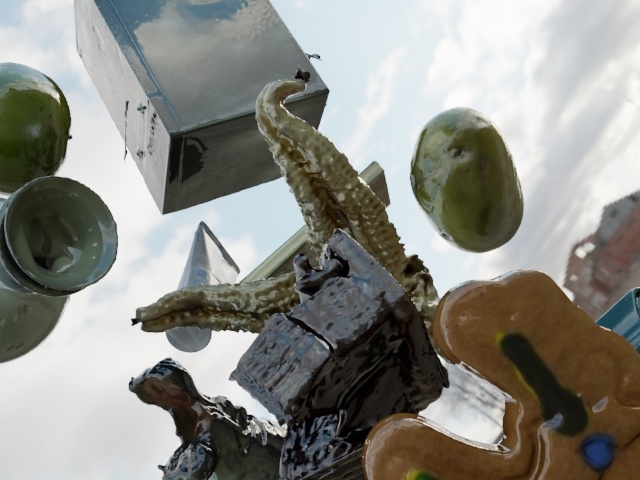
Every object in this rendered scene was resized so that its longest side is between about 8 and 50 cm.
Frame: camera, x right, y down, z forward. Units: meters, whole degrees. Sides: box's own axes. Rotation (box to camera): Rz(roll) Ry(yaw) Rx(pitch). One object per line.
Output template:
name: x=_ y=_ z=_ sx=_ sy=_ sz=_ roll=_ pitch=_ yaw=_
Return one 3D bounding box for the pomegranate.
pomegranate: x=-0.425 y=-0.146 z=1.088 sx=0.210 sy=0.179 sz=0.179 roll=-1 pitch=-52 yaw=-46

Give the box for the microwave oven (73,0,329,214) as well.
microwave oven: x=-0.227 y=-0.321 z=1.556 sx=0.374 sy=0.432 sz=0.236 roll=-20 pitch=-25 yaw=-23

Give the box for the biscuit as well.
biscuit: x=0.192 y=0.166 z=0.535 sx=0.202 sy=0.334 sz=0.047 roll=-58 pitch=6 yaw=-5

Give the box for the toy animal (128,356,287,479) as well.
toy animal: x=-0.078 y=0.259 z=0.967 sx=0.106 sy=0.168 sz=0.343 roll=-26 pitch=-40 yaw=23

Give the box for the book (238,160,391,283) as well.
book: x=0.000 y=0.000 z=1.278 sx=0.264 sy=0.027 sz=0.202 roll=-42 pitch=-13 yaw=-2

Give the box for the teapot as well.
teapot: x=-0.304 y=0.022 z=0.824 sx=0.251 sy=0.183 sz=0.183 roll=-22 pitch=9 yaw=46

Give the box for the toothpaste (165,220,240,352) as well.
toothpaste: x=-0.176 y=0.068 z=1.284 sx=0.073 sy=0.114 sz=0.299 roll=-33 pitch=18 yaw=15

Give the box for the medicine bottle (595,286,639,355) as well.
medicine bottle: x=0.393 y=0.138 z=1.138 sx=0.258 sy=0.079 sz=0.124 roll=-53 pitch=23 yaw=39

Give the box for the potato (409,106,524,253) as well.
potato: x=0.208 y=-0.083 z=1.193 sx=0.228 sy=0.148 sz=0.197 roll=8 pitch=-90 yaw=-66

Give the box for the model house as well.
model house: x=0.007 y=0.113 z=0.638 sx=0.164 sy=0.141 sz=0.203 roll=-40 pitch=-56 yaw=-20

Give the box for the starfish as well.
starfish: x=-0.006 y=0.065 z=0.882 sx=0.324 sy=0.432 sz=0.082 roll=-31 pitch=30 yaw=28
